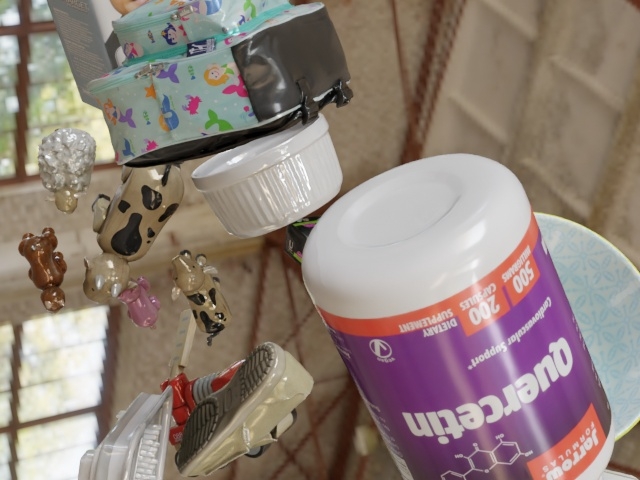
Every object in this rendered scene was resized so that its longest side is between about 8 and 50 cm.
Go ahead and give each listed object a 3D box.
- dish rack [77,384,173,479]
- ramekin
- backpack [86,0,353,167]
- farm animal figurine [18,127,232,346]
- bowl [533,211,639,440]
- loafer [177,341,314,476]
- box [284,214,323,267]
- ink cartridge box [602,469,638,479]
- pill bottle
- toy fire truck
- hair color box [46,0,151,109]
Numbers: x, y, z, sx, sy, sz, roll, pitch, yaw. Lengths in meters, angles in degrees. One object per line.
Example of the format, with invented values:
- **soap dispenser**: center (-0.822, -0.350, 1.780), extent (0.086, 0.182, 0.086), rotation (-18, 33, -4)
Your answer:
- **dish rack**: center (-0.263, 0.349, 1.845), extent (0.333, 0.072, 0.285), rotation (-60, 158, -82)
- **ramekin**: center (-0.067, -0.087, 1.985), extent (0.207, 0.207, 0.109), rotation (2, -59, 63)
- **backpack**: center (-0.125, -0.181, 1.540), extent (0.253, 0.225, 0.191), rotation (-21, -81, 29)
- **farm animal figurine**: center (-0.269, 0.013, 2.070), extent (0.172, 0.330, 0.326), rotation (-110, -148, -61)
- **bowl**: center (0.222, 0.128, 1.584), extent (0.156, 0.289, 0.289), rotation (107, -36, -64)
- **loafer**: center (-0.102, 0.242, 1.887), extent (0.268, 0.092, 0.102), rotation (-46, -152, 37)
- **box**: center (0.000, 0.000, 1.983), extent (0.062, 0.083, 0.052), rotation (41, -49, 50)
- **ink cartridge box**: center (0.273, 0.419, 1.724), extent (0.289, 0.122, 0.211), rotation (116, -14, -58)
- **pill bottle**: center (0.123, 0.104, 1.124), extent (0.181, 0.181, 0.323), rotation (27, -32, 58)
- **toy fire truck**: center (-0.176, 0.240, 2.373), extent (0.217, 0.158, 0.246), rotation (-23, -81, 35)
- **hair color box**: center (-0.311, -0.385, 2.144), extent (0.114, 0.185, 0.374), rotation (25, -34, 30)
